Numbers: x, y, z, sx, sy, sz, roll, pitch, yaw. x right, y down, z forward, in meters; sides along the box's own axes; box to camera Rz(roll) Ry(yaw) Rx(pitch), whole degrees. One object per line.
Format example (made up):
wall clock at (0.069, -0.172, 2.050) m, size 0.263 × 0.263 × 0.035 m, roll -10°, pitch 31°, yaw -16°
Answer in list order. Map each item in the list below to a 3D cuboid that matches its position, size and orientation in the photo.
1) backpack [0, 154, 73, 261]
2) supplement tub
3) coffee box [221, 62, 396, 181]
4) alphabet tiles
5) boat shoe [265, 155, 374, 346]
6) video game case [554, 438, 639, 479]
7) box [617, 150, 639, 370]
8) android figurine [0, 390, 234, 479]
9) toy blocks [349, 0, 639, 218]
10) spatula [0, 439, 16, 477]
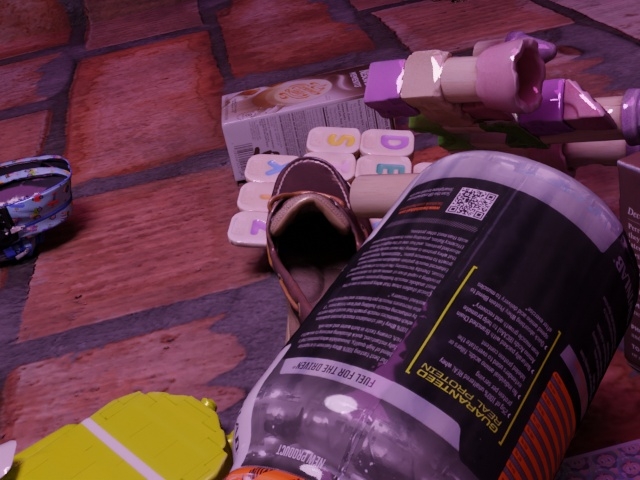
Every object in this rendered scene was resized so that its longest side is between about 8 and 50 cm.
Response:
backpack at (-0.421, -0.047, 1.306) m, size 0.173 × 0.117 × 0.158 m, roll -19°, pitch 28°, yaw -12°
supplement tub at (0.078, 0.108, 0.674) m, size 0.207 × 0.207 × 0.338 m, roll 10°, pitch 45°, yaw 36°
coffee box at (-0.019, -0.179, 1.416) m, size 0.246 × 0.098 × 0.141 m, roll -12°, pitch 27°, yaw 0°
alphabet tiles at (0.037, -0.048, 1.132) m, size 0.277 × 0.021 × 0.284 m, roll 4°, pitch 42°, yaw 5°
boat shoe at (0.000, 0.000, 0.969) m, size 0.123 × 0.123 × 0.342 m, roll -3°, pitch 39°, yaw 1°
video game case at (0.203, 0.205, 0.676) m, size 0.157 × 0.019 × 0.143 m, roll -14°, pitch 27°, yaw -3°
box at (0.363, 0.021, 0.765) m, size 0.168 × 0.203 × 0.167 m, roll -22°, pitch 28°, yaw -20°
android figurine at (-0.178, 0.216, 0.770) m, size 0.273 × 0.056 × 0.248 m, roll -33°, pitch 33°, yaw -31°
toy blocks at (0.217, -0.136, 0.908) m, size 0.260 × 0.309 × 0.288 m, roll 1°, pitch -11°, yaw 36°
spatula at (-0.361, 0.254, 0.757) m, size 0.242 × 0.019 × 0.168 m, roll -26°, pitch 28°, yaw 9°
